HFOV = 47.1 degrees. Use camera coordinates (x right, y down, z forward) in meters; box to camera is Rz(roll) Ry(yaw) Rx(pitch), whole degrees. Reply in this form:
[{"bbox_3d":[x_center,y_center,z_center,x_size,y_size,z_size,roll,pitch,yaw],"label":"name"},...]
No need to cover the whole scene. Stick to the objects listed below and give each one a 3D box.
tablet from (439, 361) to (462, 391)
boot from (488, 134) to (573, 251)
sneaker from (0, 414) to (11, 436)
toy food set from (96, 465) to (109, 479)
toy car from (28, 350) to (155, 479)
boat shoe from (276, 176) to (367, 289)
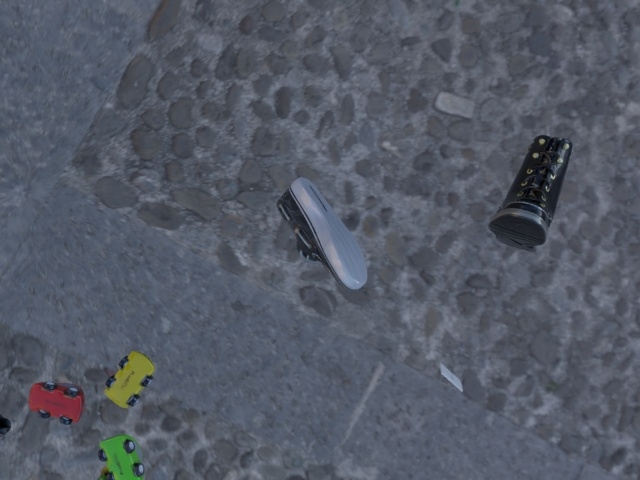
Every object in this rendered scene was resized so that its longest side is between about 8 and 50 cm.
[{"bbox_3d":[0.349,0.364,1.958,0.083,0.054,0.006,42,109,-13],"label":"tablet"},{"bbox_3d":[0.325,-0.082,1.116,0.085,0.236,0.178,20,87,16],"label":"boot"},{"bbox_3d":[-0.727,0.357,1.548,0.077,0.072,0.178,-25,129,24],"label":"sneaker"},{"bbox_3d":[-0.444,0.572,1.581,0.128,0.218,0.071,32,46,7],"label":"toy food set"},{"bbox_3d":[-0.356,0.315,1.249,0.239,0.053,0.225,-20,91,11],"label":"toy car"},{"bbox_3d":[0.000,0.000,1.792,0.119,0.335,0.121,-44,147,23],"label":"boat shoe"}]
